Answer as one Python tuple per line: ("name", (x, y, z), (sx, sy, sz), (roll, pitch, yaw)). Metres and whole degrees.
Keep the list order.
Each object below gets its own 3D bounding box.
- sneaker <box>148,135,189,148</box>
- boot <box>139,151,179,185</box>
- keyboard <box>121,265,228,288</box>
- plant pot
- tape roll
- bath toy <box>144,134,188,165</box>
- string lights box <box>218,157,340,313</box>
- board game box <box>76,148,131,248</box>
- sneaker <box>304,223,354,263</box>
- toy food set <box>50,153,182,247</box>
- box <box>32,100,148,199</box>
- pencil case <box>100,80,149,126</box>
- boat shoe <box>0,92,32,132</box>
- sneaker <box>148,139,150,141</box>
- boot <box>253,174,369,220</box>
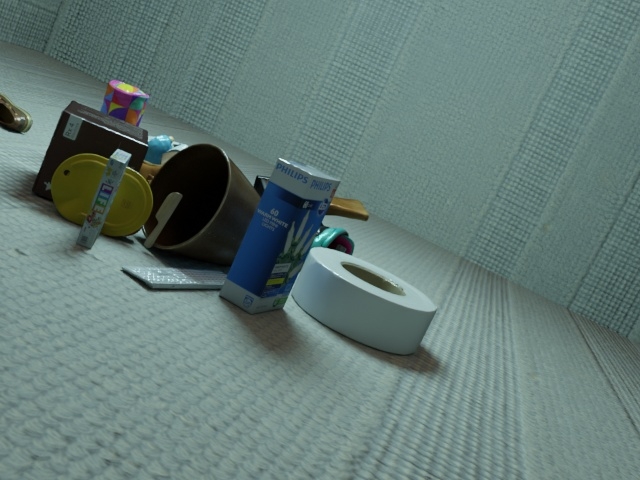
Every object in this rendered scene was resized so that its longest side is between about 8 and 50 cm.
("sneaker", (-0.479, -0.271, 2.207), (0.086, 0.085, 0.237), (22, 4, 28))
("boot", (-0.385, -0.110, 1.565), (0.073, 0.197, 0.152), (53, 27, -44))
("keyboard", (-0.227, 0.063, 1.240), (0.072, 0.014, 0.256), (30, 11, 27))
("plant pot", (-0.190, -0.038, 1.402), (0.215, 0.215, 0.230), (33, -3, 42))
("tape roll", (0.089, 0.119, 1.465), (0.286, 0.100, 0.286), (24, 9, -4))
("bath toy", (-0.293, -0.104, 1.649), (0.348, 0.151, 0.129), (34, 50, 29))
("string lights box", (-0.070, -0.007, 1.266), (0.077, 0.260, 0.133), (28, 11, 19))
("board game box", (-0.362, -0.072, 1.208), (0.026, 0.154, 0.103), (22, 10, -14))
("sneaker", (0.000, 0.000, 1.794), (0.178, 0.124, 0.295), (21, 17, 9))
("toy food set", (-0.376, -0.071, 1.313), (0.218, 0.128, 0.071), (24, -8, -11))
("box", (-0.447, -0.160, 1.424), (0.167, 0.168, 0.203), (22, 10, -19))
("pencil case", (-0.476, -0.250, 1.677), (0.104, 0.236, 0.104), (21, 19, -8))
("boat shoe", (-0.788, -0.323, 1.762), (0.178, 0.064, 0.060), (30, 9, 14))
("sneaker", (-0.425, -0.196, 1.856), (0.292, 0.110, 0.118), (36, 17, 17))
("boot", (-0.023, -0.073, 1.738), (0.280, 0.096, 0.264), (13, 8, -10))
